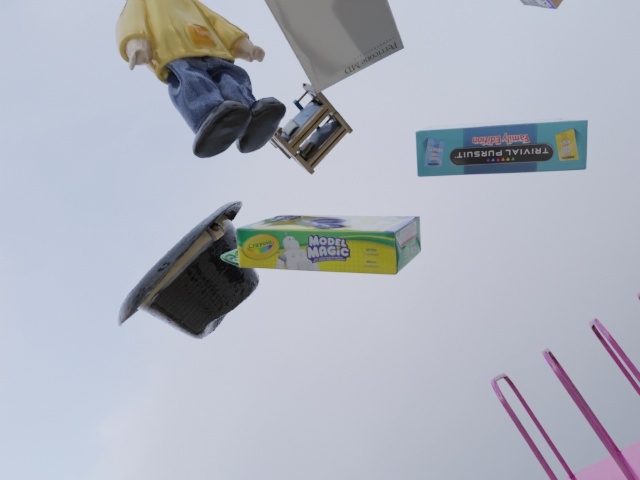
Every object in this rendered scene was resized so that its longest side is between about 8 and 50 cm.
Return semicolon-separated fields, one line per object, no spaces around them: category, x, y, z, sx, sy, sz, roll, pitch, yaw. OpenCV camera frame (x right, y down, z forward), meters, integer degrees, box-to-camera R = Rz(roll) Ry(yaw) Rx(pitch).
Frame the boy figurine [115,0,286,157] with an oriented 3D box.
boy figurine;-0.144;-0.226;0.642;0.177;0.285;0.092;-13;-23;-41

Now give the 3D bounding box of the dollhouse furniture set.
dollhouse furniture set;-0.055;-0.254;1.208;0.129;0.184;0.129;-47;-50;0

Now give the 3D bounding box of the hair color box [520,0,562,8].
hair color box;0.451;-0.622;1.029;0.185;0.110;0.338;27;-76;-32

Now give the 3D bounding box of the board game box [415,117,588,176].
board game box;0.314;-0.174;1.035;0.336;0.254;0.079;-42;-51;-71

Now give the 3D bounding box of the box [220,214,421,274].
box;0.000;0.000;0.562;0.105;0.179;0.043;-26;-67;-66

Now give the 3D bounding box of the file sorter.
file sorter;0.374;0.170;0.666;0.291;0.182;0.202;-35;-19;14

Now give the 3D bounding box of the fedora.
fedora;-0.215;0.078;1.063;0.152;0.334;0.334;45;-92;-4

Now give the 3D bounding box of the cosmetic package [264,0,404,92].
cosmetic package;-0.012;-0.462;0.978;0.197;0.155;0.365;-26;-40;11
